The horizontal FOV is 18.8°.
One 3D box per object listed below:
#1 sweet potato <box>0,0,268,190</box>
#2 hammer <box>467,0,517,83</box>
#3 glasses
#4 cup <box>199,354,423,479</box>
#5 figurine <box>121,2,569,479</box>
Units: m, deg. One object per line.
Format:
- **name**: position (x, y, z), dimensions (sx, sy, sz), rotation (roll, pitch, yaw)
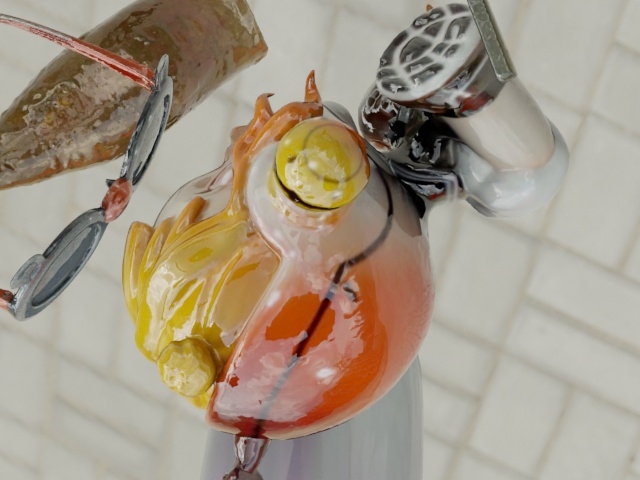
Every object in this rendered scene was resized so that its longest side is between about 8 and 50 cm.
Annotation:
- **sweet potato**: position (-0.191, -0.135, 1.772), dimensions (0.131, 0.336, 0.131), rotation (39, 153, 24)
- **hammer**: position (0.051, -0.219, 1.064), dimensions (0.029, 0.058, 0.292), rotation (-25, 77, 20)
- **glasses**: position (-0.265, -0.082, 1.497), dimensions (0.268, 0.234, 0.118), rotation (26, 157, 10)
- **cup**: position (-0.004, 0.228, 2.179), dimensions (0.253, 0.372, 0.253), rotation (5, 146, 3)
- **figurine**: position (0.004, 0.002, 1.272), dimensions (0.196, 0.323, 0.320), rotation (47, 178, 4)
